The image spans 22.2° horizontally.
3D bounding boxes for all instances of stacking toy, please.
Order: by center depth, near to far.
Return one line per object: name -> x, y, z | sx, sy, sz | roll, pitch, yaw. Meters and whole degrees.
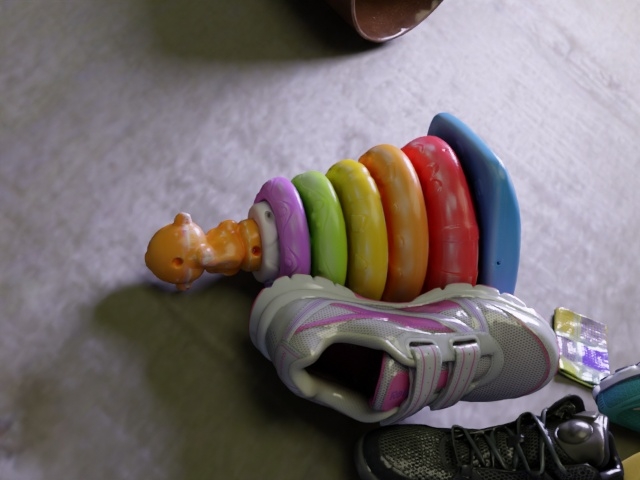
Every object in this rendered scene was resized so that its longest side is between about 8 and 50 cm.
stacking toy -> 0.000, 0.000, 1.361 | 0.301, 0.175, 0.166 | -6, 25, -17

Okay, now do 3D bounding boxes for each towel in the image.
towel -> 0.244, 0.100, 1.516 | 0.060, 0.009, 0.083 | 24, 42, -15

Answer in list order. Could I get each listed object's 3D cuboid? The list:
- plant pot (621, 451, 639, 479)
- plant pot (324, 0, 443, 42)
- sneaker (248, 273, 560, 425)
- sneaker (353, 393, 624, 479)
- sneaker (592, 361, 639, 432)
plant pot -> 0.285, 0.222, 1.380 | 0.083, 0.081, 0.081 | 7, 48, -15
plant pot -> 0.021, -0.353, 1.667 | 0.230, 0.215, 0.215 | 37, 38, 25
sneaker -> 0.070, 0.099, 1.290 | 0.252, 0.103, 0.111 | 3, 29, -7
sneaker -> 0.145, 0.168, 1.297 | 0.227, 0.130, 0.087 | 15, 44, -18
sneaker -> 0.371, 0.184, 1.460 | 0.275, 0.107, 0.110 | 23, 52, -15
